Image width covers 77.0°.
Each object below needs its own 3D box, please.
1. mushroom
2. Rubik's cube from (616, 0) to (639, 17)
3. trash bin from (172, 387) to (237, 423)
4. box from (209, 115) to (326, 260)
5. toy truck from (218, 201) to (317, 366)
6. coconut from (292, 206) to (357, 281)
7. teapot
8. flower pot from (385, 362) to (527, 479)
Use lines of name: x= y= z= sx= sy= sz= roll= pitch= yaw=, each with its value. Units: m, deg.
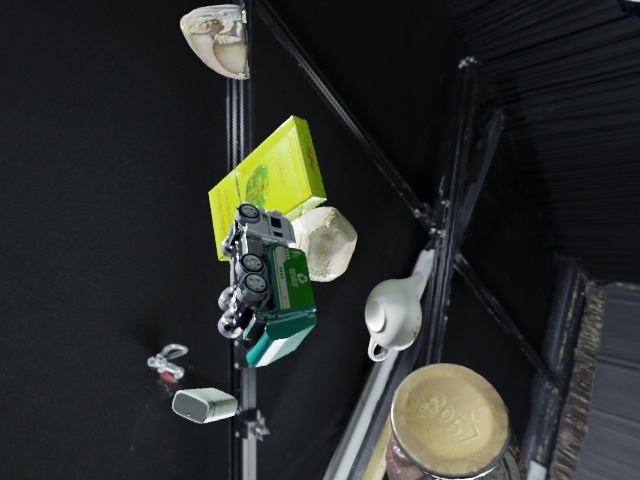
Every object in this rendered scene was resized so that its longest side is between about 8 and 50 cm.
mushroom: x=-0.285 y=-0.527 z=1.120 sx=0.173 sy=0.162 sz=0.236 roll=-5 pitch=-129 yaw=-8
Rubik's cube: x=0.413 y=-0.398 z=0.343 sx=0.288 sy=0.283 sz=0.294 roll=49 pitch=-147 yaw=-21
trash bin: x=-0.302 y=0.434 z=1.065 sx=0.130 sy=0.116 sz=0.059 roll=35 pitch=-111 yaw=-62
box: x=-0.133 y=-0.100 z=0.882 sx=0.047 sy=0.335 sz=0.187 roll=7 pitch=-118 yaw=-44
toy truck: x=-0.087 y=0.060 z=0.616 sx=0.124 sy=0.114 sz=0.253 roll=14 pitch=-138 yaw=-25
coconut: x=-0.001 y=0.001 z=1.266 sx=0.227 sy=0.227 sz=0.231 roll=-9 pitch=-59 yaw=-40
teapot: x=0.145 y=0.164 z=0.849 sx=0.092 sy=0.145 sz=0.226 roll=4 pitch=-63 yaw=-27
flower pot: x=0.241 y=0.380 z=0.748 sx=0.266 sy=0.266 sz=0.267 roll=-47 pitch=-44 yaw=-30
